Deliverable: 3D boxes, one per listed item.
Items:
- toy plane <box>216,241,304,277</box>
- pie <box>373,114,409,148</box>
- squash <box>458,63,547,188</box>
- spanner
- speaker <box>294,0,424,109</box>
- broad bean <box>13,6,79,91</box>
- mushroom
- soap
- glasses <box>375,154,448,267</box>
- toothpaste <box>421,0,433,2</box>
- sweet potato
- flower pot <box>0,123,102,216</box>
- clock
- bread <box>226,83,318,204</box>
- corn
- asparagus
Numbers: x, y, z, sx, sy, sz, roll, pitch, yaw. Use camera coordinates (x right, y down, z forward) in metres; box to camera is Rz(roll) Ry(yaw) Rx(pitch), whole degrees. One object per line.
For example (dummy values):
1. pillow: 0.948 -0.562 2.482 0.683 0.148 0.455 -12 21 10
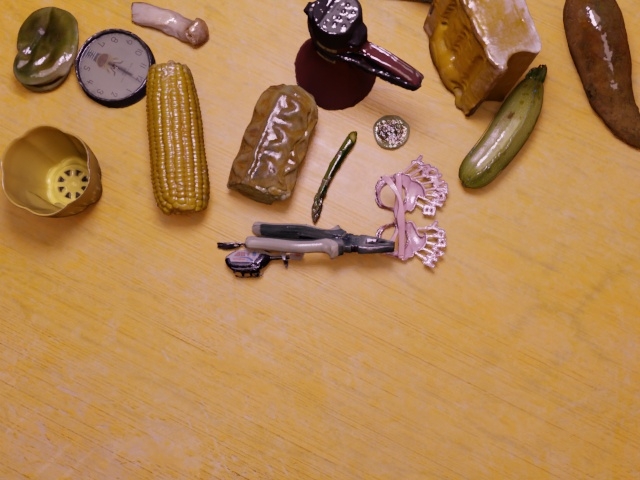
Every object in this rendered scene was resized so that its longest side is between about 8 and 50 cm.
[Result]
1. toy plane: -0.134 0.037 1.630 0.197 0.053 0.078 -3 65 4
2. pie: 0.163 -0.249 1.675 0.085 0.017 0.085 0 84 1
3. squash: 0.427 -0.253 1.637 0.094 0.094 0.341 34 85 4
4. spanner: 0.000 0.000 1.600 0.325 0.095 0.040 5 125 10
5. speaker: 0.060 -0.375 1.548 0.198 0.329 0.259 -31 91 -3
6. broad bean: -0.628 -0.442 1.680 0.153 0.072 0.206 19 84 4
7. mushroom: -0.355 -0.508 1.697 0.202 0.054 0.059 22 86 8
8. soap: 0.331 -0.434 1.563 0.143 0.281 0.259 -24 84 -4
9. glasses: 0.205 -0.066 1.617 0.162 0.095 0.255 -1 86 0
10. toothpaste: 0.220 -0.580 1.701 0.239 0.039 0.062 10 74 4
11. sweet potato: 0.639 -0.392 1.638 0.131 0.130 0.422 -19 91 -1
12. flower pot: -0.563 -0.137 1.591 0.195 0.179 0.195 0 84 2
13. clock: -0.473 -0.399 1.689 0.185 0.040 0.184 0 83 1
14. bread: -0.099 -0.219 1.621 0.152 0.130 0.267 19 84 12
15. corn: -0.318 -0.226 1.623 0.131 0.131 0.344 -6 83 0
16. asparagus: 0.027 -0.149 1.661 0.034 0.027 0.236 27 84 -8
